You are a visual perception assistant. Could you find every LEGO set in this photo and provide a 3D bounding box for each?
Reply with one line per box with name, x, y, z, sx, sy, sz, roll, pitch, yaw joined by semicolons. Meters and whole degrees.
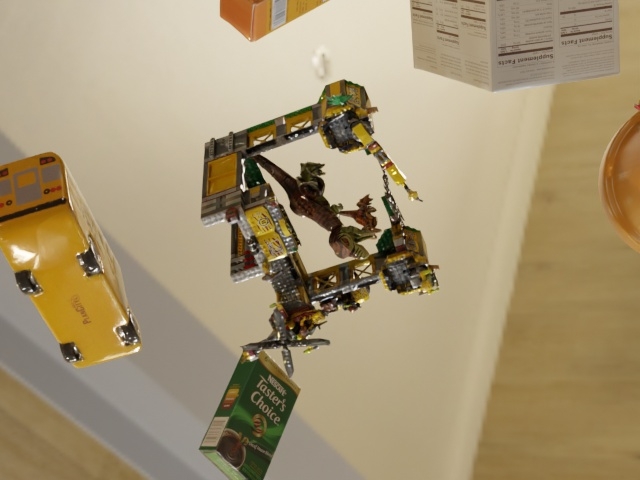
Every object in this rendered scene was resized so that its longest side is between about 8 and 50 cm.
LEGO set;0.000;0.000;1.561;0.192;0.255;0.331;-94;-9;-55

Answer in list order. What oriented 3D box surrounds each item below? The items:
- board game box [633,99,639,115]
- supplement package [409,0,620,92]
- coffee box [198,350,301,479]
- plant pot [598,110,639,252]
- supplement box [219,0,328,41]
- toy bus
board game box;0.588;-0.257;2.403;0.168;0.033;0.133;-47;-19;-25
supplement package;0.273;-0.310;1.943;0.204;0.262;0.145;-10;-72;-19
coffee box;-0.102;0.263;2.003;0.113;0.040;0.184;50;-132;-32
plant pot;0.439;-0.079;1.596;0.188;0.205;0.205;40;-130;-82
supplement box;-0.033;-0.377;1.960;0.233;0.078;0.080;-32;-31;-30
toy bus;-0.339;0.039;1.830;0.332;0.108;0.130;73;179;-53
